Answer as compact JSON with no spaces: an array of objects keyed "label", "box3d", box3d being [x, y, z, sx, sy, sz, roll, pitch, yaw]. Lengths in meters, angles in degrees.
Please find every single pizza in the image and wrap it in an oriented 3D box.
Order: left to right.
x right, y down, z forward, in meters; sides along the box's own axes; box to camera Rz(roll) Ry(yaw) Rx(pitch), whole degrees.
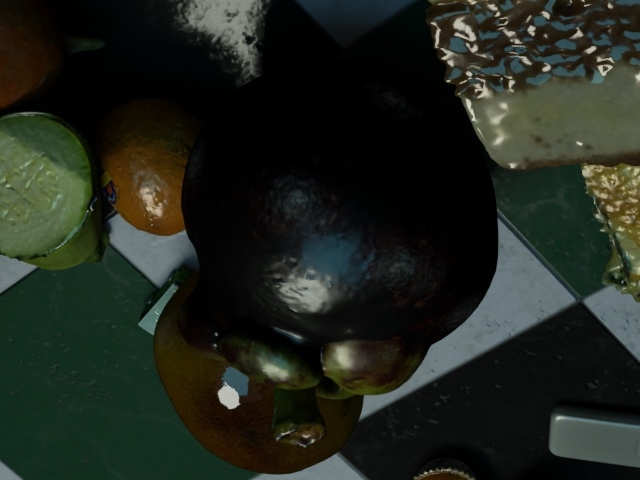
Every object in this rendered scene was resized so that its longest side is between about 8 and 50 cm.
[{"label":"pizza","box3d":[0.305,-0.062,1.549,0.280,0.075,0.287,18,131,5]}]

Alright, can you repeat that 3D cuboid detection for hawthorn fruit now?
[{"label":"hawthorn fruit","box3d":[-0.322,-0.174,1.552,0.251,0.199,0.199,1,129,-8]}]

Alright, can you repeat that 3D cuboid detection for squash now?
[{"label":"squash","box3d":[-0.270,-0.020,1.632,0.137,0.137,0.287,17,165,0]}]

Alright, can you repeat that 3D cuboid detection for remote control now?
[{"label":"remote control","box3d":[0.368,0.210,1.772,0.261,0.029,0.067,6,129,12]}]

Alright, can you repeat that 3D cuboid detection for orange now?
[{"label":"orange","box3d":[-0.152,-0.072,1.616,0.135,0.117,0.135,41,142,42]}]

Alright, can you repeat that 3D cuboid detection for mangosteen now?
[{"label":"mangosteen","box3d":[0.002,-0.011,1.518,0.313,0.297,0.297,-39,111,23]}]

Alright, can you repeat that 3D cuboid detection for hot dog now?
[{"label":"hot dog","box3d":[0.127,0.311,1.890,0.099,0.053,0.192,15,132,-3]}]

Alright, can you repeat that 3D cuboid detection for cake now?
[{"label":"cake","box3d":[0.212,-0.221,1.272,0.282,0.255,0.290,-5,122,18]}]

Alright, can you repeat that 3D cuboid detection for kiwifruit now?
[{"label":"kiwifruit","box3d":[-0.057,0.132,1.709,0.196,0.196,0.234,-18,124,25]}]

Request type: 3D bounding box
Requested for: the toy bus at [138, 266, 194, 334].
[{"label":"toy bus","box3d":[-0.158,0.064,1.776,0.031,0.037,0.083,34,128,-12]}]
